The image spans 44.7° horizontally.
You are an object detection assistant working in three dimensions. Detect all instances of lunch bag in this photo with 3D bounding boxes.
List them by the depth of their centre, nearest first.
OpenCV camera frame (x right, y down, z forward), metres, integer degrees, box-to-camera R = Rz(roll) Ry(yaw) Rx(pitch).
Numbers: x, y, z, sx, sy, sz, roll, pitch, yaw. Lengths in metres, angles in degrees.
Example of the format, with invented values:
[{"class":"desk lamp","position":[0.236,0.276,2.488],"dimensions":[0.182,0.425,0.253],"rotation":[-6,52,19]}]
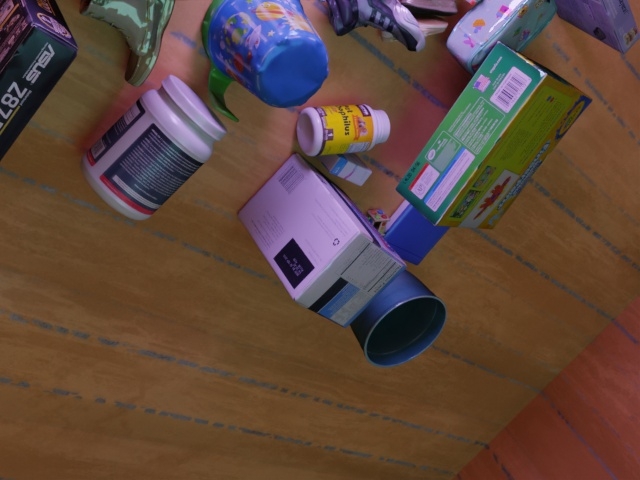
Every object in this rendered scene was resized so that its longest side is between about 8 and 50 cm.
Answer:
[{"class":"lunch bag","position":[0.454,-0.523,1.910],"dimensions":[0.279,0.108,0.224],"rotation":[-45,154,13]}]

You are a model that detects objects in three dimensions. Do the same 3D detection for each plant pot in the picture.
[{"class":"plant pot","position":[0.187,0.186,2.285],"dimensions":[0.271,0.255,0.272],"rotation":[-19,135,-20]}]

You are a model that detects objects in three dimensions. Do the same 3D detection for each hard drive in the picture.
[{"class":"hard drive","position":[0.319,-0.080,2.294],"dimensions":[0.210,0.040,0.319],"rotation":[23,112,-43]}]

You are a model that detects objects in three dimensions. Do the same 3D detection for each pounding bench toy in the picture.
[{"class":"pounding bench toy","position":[0.144,-0.051,2.196],"dimensions":[0.083,0.052,0.065],"rotation":[-4,129,-30]}]

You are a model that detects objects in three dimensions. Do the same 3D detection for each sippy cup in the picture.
[{"class":"sippy cup","position":[-0.099,-0.393,1.606],"dimensions":[0.239,0.224,0.306],"rotation":[-10,131,-26]}]

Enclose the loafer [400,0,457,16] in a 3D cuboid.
[{"class":"loafer","position":[0.252,-0.556,1.821],"dimensions":[0.147,0.056,0.050],"rotation":[1,90,-25]}]

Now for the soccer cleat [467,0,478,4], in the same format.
[{"class":"soccer cleat","position":[0.296,-0.612,1.795],"dimensions":[0.196,0.076,0.068],"rotation":[22,143,-24]}]

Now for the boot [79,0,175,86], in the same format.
[{"class":"boot","position":[-0.388,-0.413,1.509],"dimensions":[0.165,0.077,0.213],"rotation":[7,117,-38]}]

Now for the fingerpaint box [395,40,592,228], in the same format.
[{"class":"fingerpaint box","position":[0.449,-0.251,2.011],"dimensions":[0.371,0.163,0.445],"rotation":[0,129,-54]}]

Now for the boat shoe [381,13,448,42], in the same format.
[{"class":"boat shoe","position":[0.219,-0.498,1.846],"dimensions":[0.169,0.063,0.059],"rotation":[-6,133,-17]}]

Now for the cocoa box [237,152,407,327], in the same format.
[{"class":"cocoa box","position":[0.000,0.000,1.928],"dimensions":[0.231,0.347,0.228],"rotation":[-46,137,10]}]

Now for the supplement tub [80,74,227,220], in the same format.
[{"class":"supplement tub","position":[-0.350,-0.193,1.643],"dimensions":[0.272,0.191,0.191],"rotation":[-43,137,8]}]

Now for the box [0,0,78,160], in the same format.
[{"class":"box","position":[-0.589,-0.258,1.337],"dimensions":[0.097,0.318,0.395],"rotation":[27,108,-44]}]

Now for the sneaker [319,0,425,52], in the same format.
[{"class":"sneaker","position":[0.108,-0.491,1.730],"dimensions":[0.153,0.101,0.268],"rotation":[-40,120,12]}]

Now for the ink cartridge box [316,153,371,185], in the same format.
[{"class":"ink cartridge box","position":[0.059,-0.196,1.984],"dimensions":[0.122,0.088,0.052],"rotation":[18,116,-42]}]

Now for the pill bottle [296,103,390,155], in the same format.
[{"class":"pill bottle","position":[0.058,-0.271,1.896],"dimensions":[0.214,0.117,0.117],"rotation":[-9,131,-27]}]

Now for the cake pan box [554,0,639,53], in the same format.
[{"class":"cake pan box","position":[0.639,-0.599,1.891],"dimensions":[0.070,0.246,0.267],"rotation":[-46,136,5]}]
